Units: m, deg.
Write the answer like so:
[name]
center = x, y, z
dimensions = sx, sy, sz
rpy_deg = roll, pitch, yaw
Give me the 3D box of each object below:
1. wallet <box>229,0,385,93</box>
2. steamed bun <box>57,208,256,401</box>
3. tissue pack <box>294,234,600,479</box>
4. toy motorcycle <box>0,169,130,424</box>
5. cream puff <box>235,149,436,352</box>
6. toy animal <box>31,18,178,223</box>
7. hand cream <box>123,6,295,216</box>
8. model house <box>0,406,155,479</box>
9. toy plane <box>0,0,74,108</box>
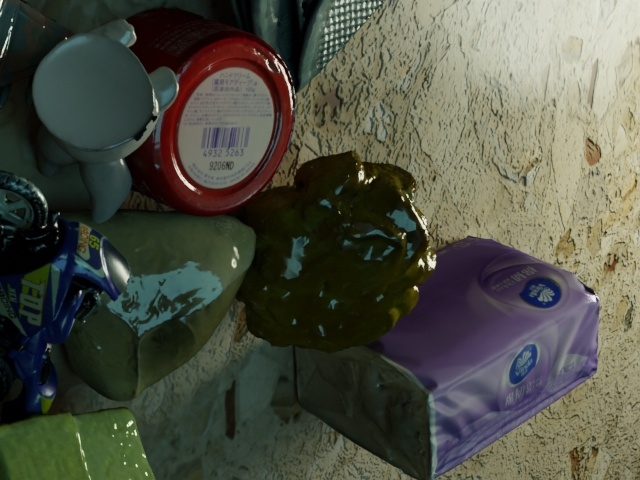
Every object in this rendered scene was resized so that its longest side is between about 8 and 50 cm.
[wallet]
center = 0.040, -0.316, 1.301
dimensions = 0.342, 0.075, 0.237
rpy_deg = -50, 155, -22
[steamed bun]
center = -0.178, 0.075, 1.247
dimensions = 0.231, 0.110, 0.212
rpy_deg = -2, 123, -20
[tissue pack]
center = 0.161, 0.137, 1.569
dimensions = 0.338, 0.242, 0.160
rpy_deg = -24, 123, -38
[toy motorcycle]
center = -0.271, 0.064, 1.117
dimensions = 0.169, 0.113, 0.315
rpy_deg = 10, 131, -18
[cream puff]
center = 0.005, 0.013, 1.373
dimensions = 0.244, 0.196, 0.244
rpy_deg = -5, 103, -22
[toy animal]
center = -0.196, -0.109, 1.104
dimensions = 0.104, 0.221, 0.131
rpy_deg = 31, 73, -5
[hand cream]
center = -0.129, -0.126, 1.221
dimensions = 0.193, 0.125, 0.193
rpy_deg = -20, 121, -38
[model house]
center = -0.264, 0.293, 1.192
dimensions = 0.214, 0.189, 0.195
rpy_deg = 1, 137, -51
[toy plane]
center = -0.309, -0.146, 1.019
dimensions = 0.223, 0.104, 0.326
rpy_deg = 38, 66, -48
